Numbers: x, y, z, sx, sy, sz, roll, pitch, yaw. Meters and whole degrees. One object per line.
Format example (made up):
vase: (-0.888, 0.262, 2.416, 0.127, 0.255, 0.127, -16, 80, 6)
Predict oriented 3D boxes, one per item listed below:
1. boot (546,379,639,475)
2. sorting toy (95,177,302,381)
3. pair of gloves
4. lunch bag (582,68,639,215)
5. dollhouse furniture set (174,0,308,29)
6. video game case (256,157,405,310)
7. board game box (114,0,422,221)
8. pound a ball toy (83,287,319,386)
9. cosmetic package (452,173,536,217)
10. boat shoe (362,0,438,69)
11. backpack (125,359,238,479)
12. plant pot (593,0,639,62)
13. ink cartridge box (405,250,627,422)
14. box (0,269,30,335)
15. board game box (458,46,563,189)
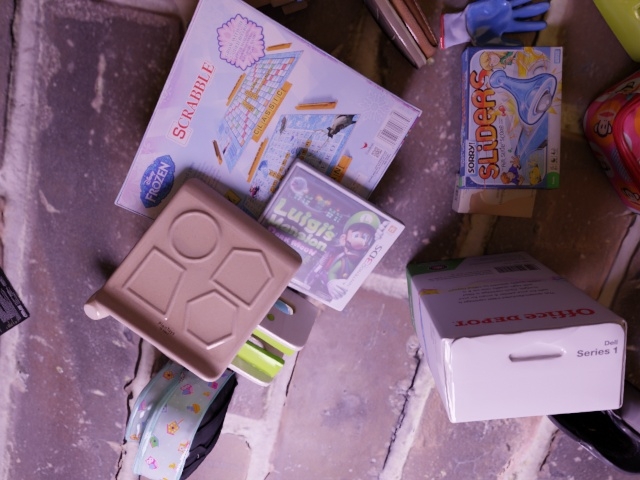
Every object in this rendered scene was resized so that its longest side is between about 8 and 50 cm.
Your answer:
boot: (0.437, 0.279, 0.697, 0.338, 0.223, 0.118, 28, 103, -6)
sorting toy: (-0.157, 0.050, 0.607, 0.193, 0.038, 0.208, 37, 80, -6)
pair of gloves: (0.239, -0.368, 0.637, 0.159, 0.023, 0.198, -8, 105, 4)
lunch bag: (0.562, -0.158, 0.639, 0.293, 0.120, 0.258, -36, 105, 12)
dollhouse furniture set: (-0.175, -0.443, 0.609, 0.286, 0.198, 0.303, -7, 138, 25)
video game case: (0.000, 0.000, 0.663, 0.190, 0.022, 0.173, 29, 108, -19)
board game box: (-0.076, -0.126, 0.646, 0.318, 0.066, 0.319, 26, 109, -17)
pound a ball toy: (-0.189, 0.102, 0.734, 0.319, 0.136, 0.208, 33, 126, -5)
cosmetic package: (0.270, -0.070, 0.704, 0.115, 0.041, 0.060, 3, 104, 1)
boat shoe: (0.081, -0.381, 0.592, 0.104, 0.111, 0.307, -34, 101, 11)
backpack: (-0.230, 0.292, 0.739, 0.144, 0.188, 0.166, 22, 105, -4)
plant pot: (0.476, -0.383, 0.532, 0.227, 0.207, 0.228, -39, 99, 11)
ink cartridge box: (0.243, 0.115, 0.632, 0.201, 0.278, 0.117, -7, 104, 4)
box: (-0.584, 0.089, 0.717, 0.077, 0.147, 0.180, -22, 104, 7)
board game box: (0.274, -0.175, 0.657, 0.136, 0.035, 0.201, 0, 92, 2)
